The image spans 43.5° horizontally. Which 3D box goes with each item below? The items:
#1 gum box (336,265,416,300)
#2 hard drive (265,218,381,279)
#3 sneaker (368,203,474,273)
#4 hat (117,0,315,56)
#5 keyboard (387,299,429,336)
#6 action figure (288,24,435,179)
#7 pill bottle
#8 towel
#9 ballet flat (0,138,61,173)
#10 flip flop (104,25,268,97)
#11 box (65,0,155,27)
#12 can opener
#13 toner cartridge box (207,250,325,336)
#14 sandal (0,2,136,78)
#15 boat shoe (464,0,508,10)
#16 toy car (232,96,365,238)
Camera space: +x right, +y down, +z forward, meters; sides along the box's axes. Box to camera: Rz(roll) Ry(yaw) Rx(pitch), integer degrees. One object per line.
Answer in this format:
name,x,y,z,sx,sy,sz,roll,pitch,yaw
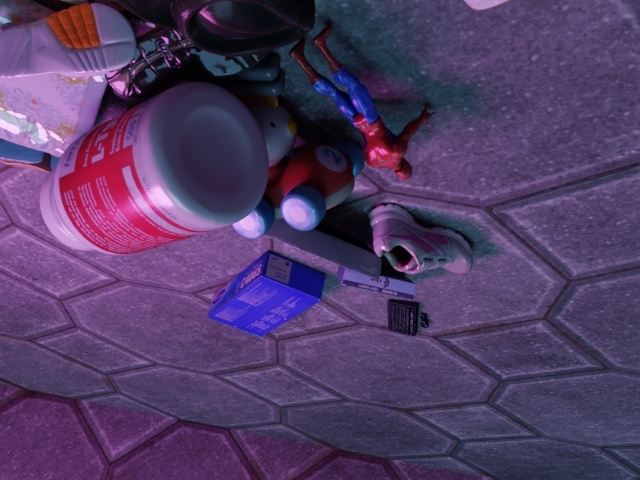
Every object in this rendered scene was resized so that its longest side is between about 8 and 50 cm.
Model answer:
gum box,0.120,0.087,1.780,0.156,0.041,0.184,13,-177,-2
hard drive,0.000,0.000,1.663,0.254,0.054,0.172,22,-172,-14
sneaker,0.202,0.025,1.653,0.252,0.111,0.103,22,149,-18
hat,-0.089,-0.314,1.004,0.331,0.134,0.331,-18,163,-6
keyboard,0.225,0.203,2.057,0.108,0.023,0.180,7,152,9
action figure,0.080,-0.227,1.291,0.091,0.139,0.280,-14,120,44
pill bottle,-0.296,-0.100,1.345,0.407,0.229,0.229,-14,142,43
towel,-0.535,-0.290,1.392,0.320,0.090,0.374,21,150,-18
ballet flat,-0.549,-0.172,1.647,0.232,0.080,0.073,15,179,-1
flip flop,-0.207,-0.299,1.251,0.277,0.080,0.112,-16,120,19
box,-0.346,-0.390,1.174,0.232,0.058,0.087,15,151,-5
can opener,-0.199,-0.259,1.328,0.280,0.093,0.074,0,149,12
toner cartridge box,-0.143,0.143,2.034,0.165,0.075,0.348,25,149,-20
sandal,-0.386,-0.296,1.225,0.265,0.102,0.076,-1,-177,20
boat shoe,0.267,-0.362,0.950,0.277,0.098,0.096,-15,142,42
toy car,-0.068,-0.162,1.388,0.210,0.219,0.238,-8,117,32
